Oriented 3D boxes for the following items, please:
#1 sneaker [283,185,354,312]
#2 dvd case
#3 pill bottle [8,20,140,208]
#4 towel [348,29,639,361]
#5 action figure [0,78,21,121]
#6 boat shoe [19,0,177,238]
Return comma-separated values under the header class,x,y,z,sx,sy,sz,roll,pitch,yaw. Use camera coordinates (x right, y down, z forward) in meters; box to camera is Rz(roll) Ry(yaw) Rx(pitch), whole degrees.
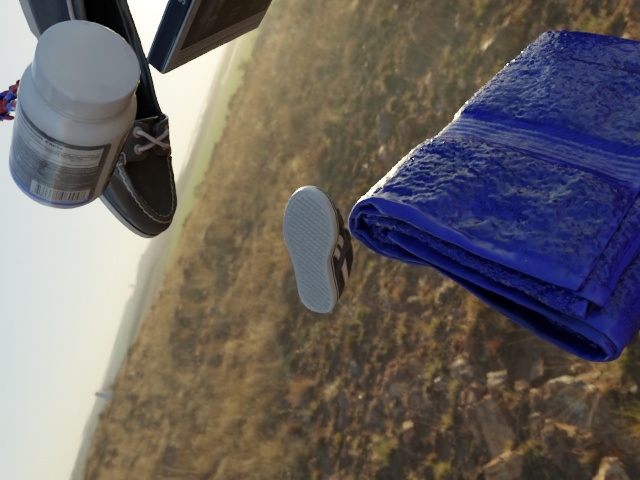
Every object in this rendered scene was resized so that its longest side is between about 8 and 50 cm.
class,x,y,z,sx,sy,sz,roll,pitch,yaw
sneaker,0.000,0.000,1.484,0.127,0.126,0.321,-54,-30,-45
dvd case,-0.064,-0.277,0.634,0.239,0.029,0.179,-50,-2,42
pill bottle,-0.177,-0.086,0.485,0.137,0.078,0.078,-44,30,52
towel,0.196,-0.070,0.536,0.308,0.227,0.076,-42,-38,-27
action figure,-0.373,-0.165,0.818,0.115,0.030,0.038,-5,93,47
boat shoe,-0.226,-0.168,0.738,0.095,0.335,0.112,-21,4,26
